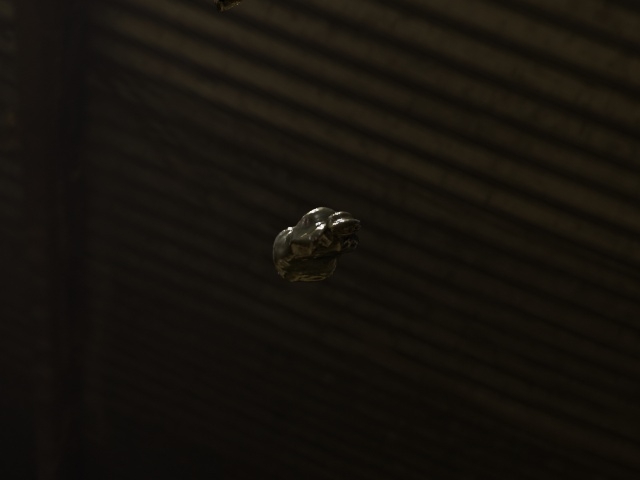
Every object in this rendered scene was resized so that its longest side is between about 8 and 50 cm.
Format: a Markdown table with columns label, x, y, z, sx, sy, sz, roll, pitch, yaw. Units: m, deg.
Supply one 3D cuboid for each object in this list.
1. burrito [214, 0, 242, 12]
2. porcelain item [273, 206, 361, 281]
| label | x | y | z | sx | sy | sz | roll | pitch | yaw |
| --- | --- | --- | --- | --- | --- | --- | --- | --- | --- |
| burrito | -0.123 | -0.302 | 1.730 | 0.063 | 0.058 | 0.229 | 38 | 11 | -33 |
| porcelain item | 0.000 | 0.000 | 1.881 | 0.081 | 0.069 | 0.216 | -2 | -8 | -11 |
